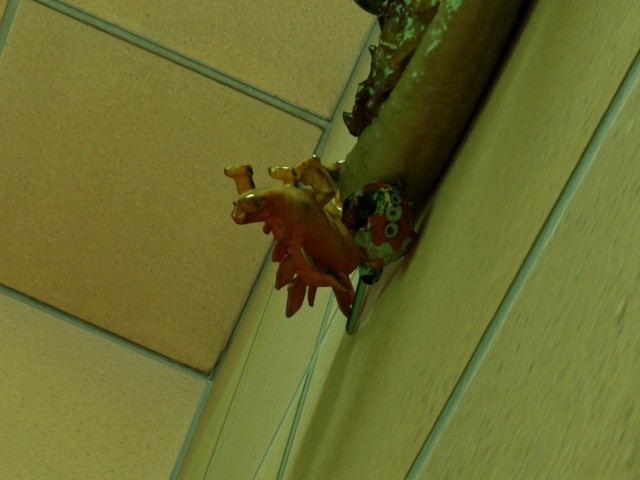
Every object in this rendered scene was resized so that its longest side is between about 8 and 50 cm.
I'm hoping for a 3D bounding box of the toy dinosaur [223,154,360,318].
[{"bbox_3d":[0.000,0.000,1.252,0.288,0.070,0.117,4,-101,-70],"label":"toy dinosaur"}]

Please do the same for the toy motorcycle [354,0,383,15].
[{"bbox_3d":[0.050,-0.286,1.251,0.342,0.142,0.206,50,-138,-59],"label":"toy motorcycle"}]

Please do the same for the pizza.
[{"bbox_3d":[0.082,-0.154,1.140,0.228,0.081,0.289,-69,3,-48],"label":"pizza"}]

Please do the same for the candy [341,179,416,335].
[{"bbox_3d":[0.031,0.020,1.151,0.184,0.049,0.055,101,178,-61],"label":"candy"}]
